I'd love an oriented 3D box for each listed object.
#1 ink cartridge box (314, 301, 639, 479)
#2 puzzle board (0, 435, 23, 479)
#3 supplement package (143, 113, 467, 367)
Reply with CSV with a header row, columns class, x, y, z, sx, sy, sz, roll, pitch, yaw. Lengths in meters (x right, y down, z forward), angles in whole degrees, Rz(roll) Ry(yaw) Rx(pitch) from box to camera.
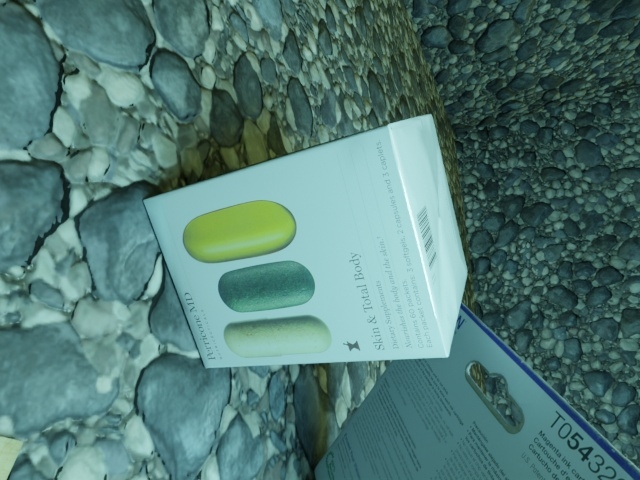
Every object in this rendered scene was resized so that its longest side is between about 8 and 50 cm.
class,x,y,z,sx,sy,sz,roll,pitch,yaw
ink cartridge box,0.126,0.258,0.440,0.071,0.330,0.324,29,12,-19
puzzle board,-0.235,0.163,0.225,0.096,0.011,0.128,50,38,-44
supplement package,0.000,0.000,0.473,0.198,0.263,0.199,-37,114,-61
